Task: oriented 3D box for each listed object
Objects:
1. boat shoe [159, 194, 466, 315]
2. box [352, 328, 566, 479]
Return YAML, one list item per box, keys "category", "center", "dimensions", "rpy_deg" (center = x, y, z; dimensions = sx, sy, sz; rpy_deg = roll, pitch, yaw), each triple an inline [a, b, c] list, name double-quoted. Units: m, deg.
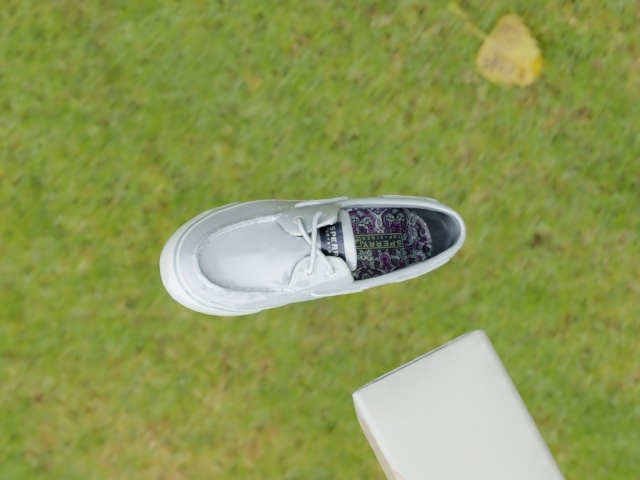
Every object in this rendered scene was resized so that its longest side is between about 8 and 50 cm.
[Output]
- category: "boat shoe"
  center: [0.001, 0.001, 1.257]
  dimensions: [0.081, 0.227, 0.079]
  rpy_deg: [-21, 79, 58]
- category: "box"
  center: [0.150, 0.243, 1.450]
  dimensions: [0.311, 0.121, 0.148]
  rpy_deg: [62, 176, 20]
